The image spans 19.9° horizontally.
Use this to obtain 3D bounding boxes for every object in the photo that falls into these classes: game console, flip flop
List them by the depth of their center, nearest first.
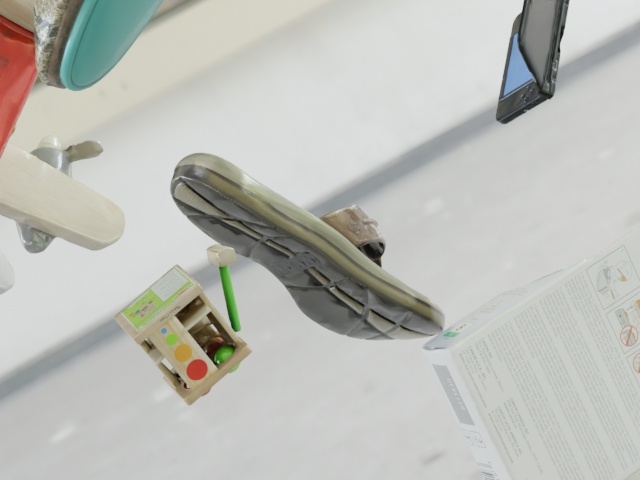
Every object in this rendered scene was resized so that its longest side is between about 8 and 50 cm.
[{"bbox_3d":[0.000,0.000,1.452,0.112,0.277,0.080,-16,45,51],"label":"flip flop"},{"bbox_3d":[0.172,-0.180,1.576,0.107,0.071,0.122,-30,38,51],"label":"game console"}]

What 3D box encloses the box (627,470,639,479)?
[{"bbox_3d":[0.423,0.310,2.253,0.094,0.113,0.275,-55,19,-10],"label":"box"}]

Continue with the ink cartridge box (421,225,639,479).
[{"bbox_3d":[0.213,0.108,1.484,0.224,0.181,0.056,-32,13,-23],"label":"ink cartridge box"}]

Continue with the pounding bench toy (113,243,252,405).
[{"bbox_3d":[-0.071,0.051,1.129,0.083,0.065,0.052,-41,22,-8],"label":"pounding bench toy"}]

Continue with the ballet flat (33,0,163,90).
[{"bbox_3d":[-0.134,-0.358,1.579,0.483,0.182,0.164,-50,-13,21],"label":"ballet flat"}]

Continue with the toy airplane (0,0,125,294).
[{"bbox_3d":[-0.411,-0.117,1.975,0.384,0.386,0.272,-28,17,-39],"label":"toy airplane"}]
